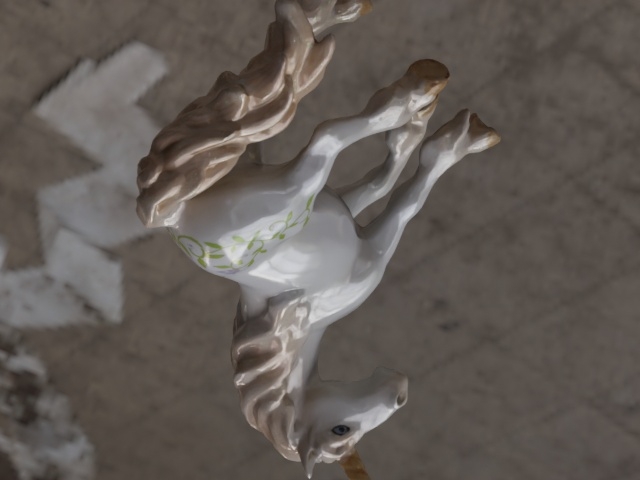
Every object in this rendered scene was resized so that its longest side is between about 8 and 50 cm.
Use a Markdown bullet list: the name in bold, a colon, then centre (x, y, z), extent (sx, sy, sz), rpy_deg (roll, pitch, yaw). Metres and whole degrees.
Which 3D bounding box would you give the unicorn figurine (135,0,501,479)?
- **unicorn figurine**: centre (0.000, 0.000, 0.522), extent (0.162, 0.111, 0.060), rpy_deg (40, -179, -43)
